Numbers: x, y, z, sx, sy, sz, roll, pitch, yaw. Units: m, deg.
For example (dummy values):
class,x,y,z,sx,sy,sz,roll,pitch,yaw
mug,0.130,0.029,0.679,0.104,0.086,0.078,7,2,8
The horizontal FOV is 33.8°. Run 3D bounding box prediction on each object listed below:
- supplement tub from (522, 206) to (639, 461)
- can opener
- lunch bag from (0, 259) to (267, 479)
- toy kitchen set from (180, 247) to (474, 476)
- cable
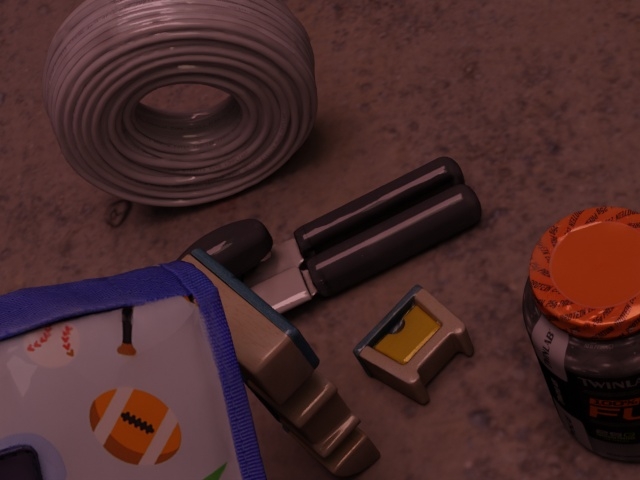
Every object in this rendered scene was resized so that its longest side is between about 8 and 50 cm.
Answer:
class,x,y,z,sx,sy,sz,roll,pitch,yaw
supplement tub,0.208,0.067,0.735,0.117,0.190,0.117,-12,52,16
can opener,0.000,0.000,0.937,0.283,0.095,0.076,-27,51,4
lunch bag,-0.209,0.211,0.610,0.328,0.385,0.239,-15,37,-31
toy kitchen set,0.007,0.060,0.817,0.166,0.207,0.122,-45,52,-12
cable,-0.130,-0.137,0.989,0.257,0.257,0.089,-18,56,10
